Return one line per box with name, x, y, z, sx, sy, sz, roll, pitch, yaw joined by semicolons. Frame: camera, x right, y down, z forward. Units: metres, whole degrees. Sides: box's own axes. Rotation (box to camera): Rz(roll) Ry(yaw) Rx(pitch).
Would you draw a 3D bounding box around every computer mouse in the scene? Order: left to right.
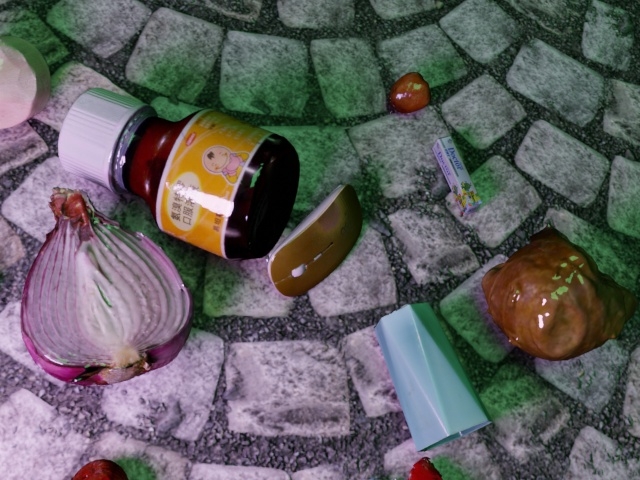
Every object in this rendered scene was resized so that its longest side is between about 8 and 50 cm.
computer mouse;0.000;0.000;1.424;0.056;0.126;0.245;21;55;41

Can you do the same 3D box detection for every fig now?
fig;-0.320;0.406;1.164;0.153;0.119;0.119;43;65;7

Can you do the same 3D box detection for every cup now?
cup;0.186;0.235;1.351;0.134;0.148;0.236;3;55;-47

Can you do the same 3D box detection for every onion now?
onion;-0.369;0.088;1.278;0.267;0.159;0.349;-9;61;-28

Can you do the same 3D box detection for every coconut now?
coconut;-0.579;-0.281;1.377;0.170;0.171;0.183;25;21;0

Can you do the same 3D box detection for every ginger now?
ginger;0.437;0.119;1.414;0.223;0.200;0.269;-49;125;4

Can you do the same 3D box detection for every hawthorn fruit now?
hawthorn fruit;0.181;-0.303;1.615;0.093;0.081;0.081;-31;75;-8

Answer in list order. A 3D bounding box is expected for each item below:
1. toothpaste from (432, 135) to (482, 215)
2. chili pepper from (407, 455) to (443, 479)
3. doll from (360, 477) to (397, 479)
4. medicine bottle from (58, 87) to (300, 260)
toothpaste;0.278;-0.132;1.574;0.034;0.046;0.164;-16;71;-15
chili pepper;0.164;0.535;1.220;0.110;0.110;0.388;14;59;-6
doll;0.076;0.422;1.284;0.114;0.039;0.057;-26;39;-11
medicine bottle;-0.254;-0.123;1.364;0.395;0.242;0.242;17;63;12
